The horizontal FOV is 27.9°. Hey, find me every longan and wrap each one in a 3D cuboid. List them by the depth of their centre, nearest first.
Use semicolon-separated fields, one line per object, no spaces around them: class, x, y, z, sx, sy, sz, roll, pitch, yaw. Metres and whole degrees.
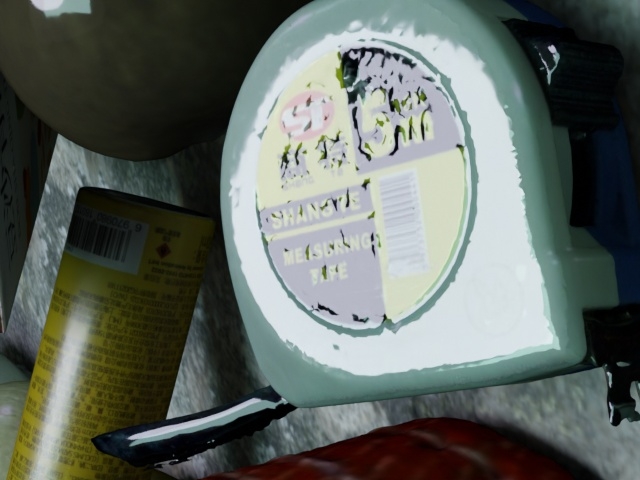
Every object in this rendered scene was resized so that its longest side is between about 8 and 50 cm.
longan;-0.101;-0.150;0.738;0.220;0.196;0.196;-42;69;56

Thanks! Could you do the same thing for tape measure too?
tape measure;0.000;0.000;0.658;0.351;0.098;0.215;-14;80;41

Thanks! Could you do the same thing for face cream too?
face cream;-0.167;0.140;0.943;0.105;0.105;0.348;18;95;54

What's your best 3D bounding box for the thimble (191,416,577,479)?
thimble;0.034;0.278;0.700;0.350;0.231;0.350;34;131;50

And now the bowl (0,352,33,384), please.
bowl;-0.376;0.239;1.404;0.307;0.163;0.307;34;133;46

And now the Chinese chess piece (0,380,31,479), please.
Chinese chess piece;-0.266;0.253;1.178;0.250;0.101;0.250;-8;-90;-78

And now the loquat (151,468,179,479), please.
loquat;-0.155;0.262;1.079;0.195;0.152;0.152;-5;101;57

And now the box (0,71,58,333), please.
box;-0.268;-0.175;0.898;0.385;0.122;0.344;-100;9;-62
